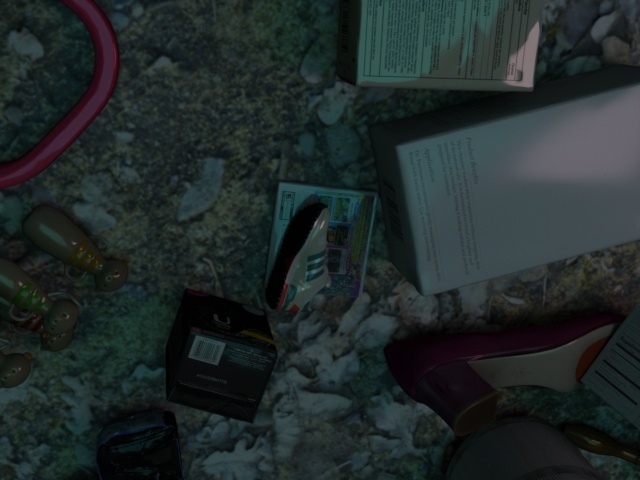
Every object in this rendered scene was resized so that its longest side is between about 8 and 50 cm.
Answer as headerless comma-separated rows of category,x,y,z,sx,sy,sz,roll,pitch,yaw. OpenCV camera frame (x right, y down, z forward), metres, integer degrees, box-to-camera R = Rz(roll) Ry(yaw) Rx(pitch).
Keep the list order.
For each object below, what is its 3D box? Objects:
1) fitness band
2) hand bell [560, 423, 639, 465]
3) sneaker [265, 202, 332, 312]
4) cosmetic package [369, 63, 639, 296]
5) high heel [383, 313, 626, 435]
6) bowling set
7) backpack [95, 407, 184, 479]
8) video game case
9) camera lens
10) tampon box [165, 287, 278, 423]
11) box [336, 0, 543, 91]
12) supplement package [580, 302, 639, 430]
fitness band,-0.383,-0.195,0.973,0.291,0.054,0.209,-44,111,6
hand bell,0.502,0.343,1.277,0.242,0.126,0.126,22,102,-3
sneaker,-0.014,0.027,1.087,0.075,0.057,0.161,17,102,-32
cosmetic package,0.279,-0.088,1.067,0.384,0.156,0.217,-13,109,-7
high heel,0.286,0.151,1.188,0.377,0.181,0.127,-14,126,-28
bowling set,-0.383,0.114,0.993,0.154,0.200,0.287,41,100,-20
backpack,-0.257,0.297,1.123,0.114,0.084,0.105,-8,106,-13
video game case,0.000,0.000,1.114,0.143,0.019,0.157,5,105,-12
camera lens,0.318,0.405,1.156,0.219,0.274,0.220,-3,107,-9
tampon box,-0.135,0.148,1.059,0.120,0.161,0.102,18,102,-16
box,0.145,-0.270,1.000,0.232,0.127,0.149,0,106,-10
supplement package,0.551,0.234,1.147,0.261,0.204,0.145,27,101,-37
